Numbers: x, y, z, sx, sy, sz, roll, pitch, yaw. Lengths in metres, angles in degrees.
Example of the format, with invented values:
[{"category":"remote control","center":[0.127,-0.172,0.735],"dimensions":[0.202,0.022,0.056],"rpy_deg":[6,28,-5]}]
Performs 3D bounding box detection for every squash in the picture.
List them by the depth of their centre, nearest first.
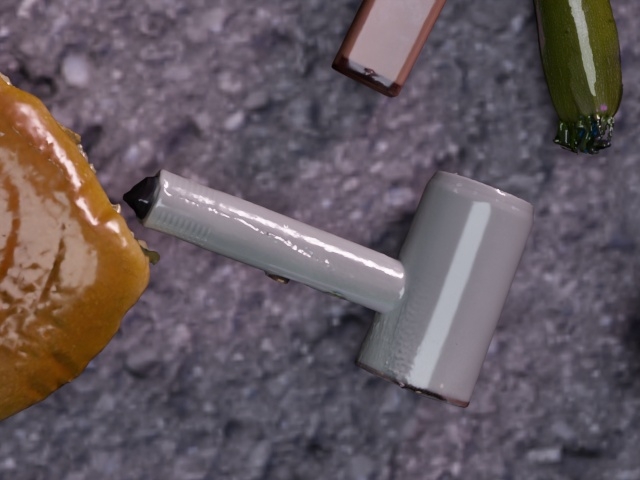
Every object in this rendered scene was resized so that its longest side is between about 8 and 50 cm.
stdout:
[{"category":"squash","center":[0.149,-0.142,1.092],"dimensions":[0.052,0.052,0.183],"rpy_deg":[-11,92,-2]}]

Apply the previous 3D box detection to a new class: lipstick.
[{"category":"lipstick","center":[0.058,-0.159,1.089],"dimensions":[0.045,0.045,0.145],"rpy_deg":[26,92,-2]}]

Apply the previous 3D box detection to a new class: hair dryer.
[{"category":"hair dryer","center":[0.000,0.000,1.068],"dimensions":[0.236,0.073,0.131],"rpy_deg":[20,91,-13]}]

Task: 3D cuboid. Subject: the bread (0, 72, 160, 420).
[{"category":"bread","center":[-0.217,-0.019,1.047],"dimensions":[0.174,0.121,0.245],"rpy_deg":[-39,96,-2]}]
